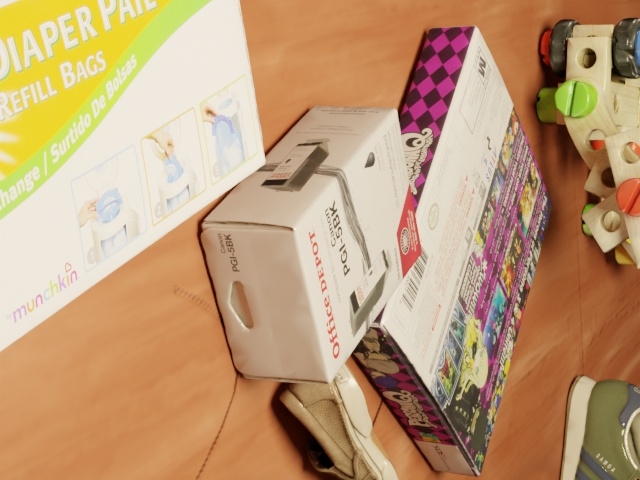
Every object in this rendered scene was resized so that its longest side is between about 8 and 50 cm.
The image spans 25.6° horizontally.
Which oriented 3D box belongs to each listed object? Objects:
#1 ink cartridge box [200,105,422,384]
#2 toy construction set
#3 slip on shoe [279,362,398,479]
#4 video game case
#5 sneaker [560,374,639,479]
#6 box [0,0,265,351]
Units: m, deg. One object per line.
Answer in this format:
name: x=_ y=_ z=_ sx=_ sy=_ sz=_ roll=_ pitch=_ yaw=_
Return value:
ink cartridge box: x=0.000 y=0.000 z=0.761 sx=0.135 sy=0.056 sz=0.099 roll=-52 pitch=137 yaw=-49
toy construction set: x=0.262 y=-0.071 z=1.176 sx=0.328 sy=0.151 sz=0.215 roll=-7 pitch=100 yaw=-73
slip on shoe: x=0.012 y=0.119 z=0.817 sx=0.041 sy=0.051 sz=0.135 roll=-31 pitch=140 yaw=-11
video game case: x=0.092 y=0.010 z=0.952 sx=0.210 sy=0.042 sz=0.232 roll=56 pitch=45 yaw=-49
sneaker: x=0.262 y=0.219 z=1.250 sx=0.064 sy=0.086 sz=0.192 roll=8 pitch=86 yaw=-62
box: x=-0.120 y=-0.039 z=0.468 sx=0.203 sy=0.114 sz=0.103 roll=-40 pitch=127 yaw=-53
